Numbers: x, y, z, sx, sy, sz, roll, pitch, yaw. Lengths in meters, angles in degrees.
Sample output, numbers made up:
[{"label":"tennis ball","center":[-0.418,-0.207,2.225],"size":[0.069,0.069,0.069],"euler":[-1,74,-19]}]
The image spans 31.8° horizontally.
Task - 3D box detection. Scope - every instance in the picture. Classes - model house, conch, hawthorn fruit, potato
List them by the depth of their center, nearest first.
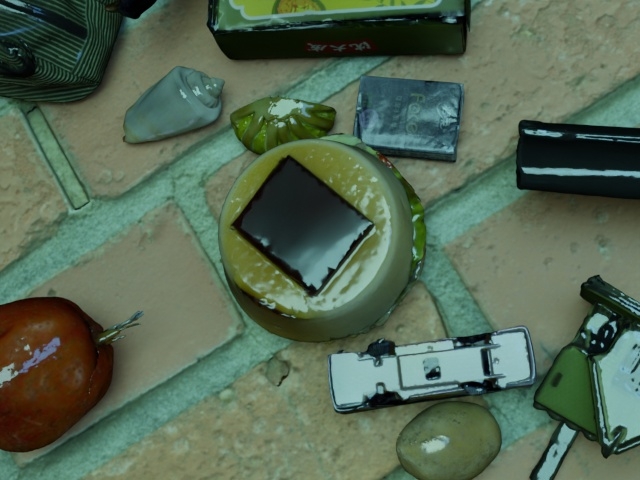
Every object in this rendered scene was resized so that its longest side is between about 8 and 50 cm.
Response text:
[{"label":"model house","center":[0.359,0.217,1.435],"size":[0.204,0.218,0.279],"euler":[32,89,15]},{"label":"potato","center":[0.172,0.274,1.505],"size":[0.147,0.112,0.112],"euler":[-17,75,-8]},{"label":"hawthorn fruit","center":[-0.382,0.169,1.574],"size":[0.299,0.211,0.211],"euler":[-27,75,-7]},{"label":"conch","center":[-0.221,-0.203,1.699],"size":[0.176,0.094,0.104],"euler":[-30,87,29]}]

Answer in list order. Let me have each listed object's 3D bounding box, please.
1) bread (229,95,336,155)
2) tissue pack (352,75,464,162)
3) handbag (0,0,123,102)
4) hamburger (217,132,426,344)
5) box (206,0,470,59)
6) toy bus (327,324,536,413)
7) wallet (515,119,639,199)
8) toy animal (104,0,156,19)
[{"label":"bread","center":[-0.063,-0.164,1.657],"size":[0.157,0.083,0.095],"euler":[12,92,11]},{"label":"tissue pack","center":[0.128,-0.178,1.637],"size":[0.156,0.051,0.112],"euler":[6,78,11]},{"label":"handbag","center":[-0.486,-0.355,1.684],"size":[0.340,0.240,0.247],"euler":[18,85,12]},{"label":"hamburger","center":[0.000,0.000,1.560],"size":[0.301,0.170,0.302],"euler":[-3,78,13]},{"label":"box","center":[0.036,-0.485,1.675],"size":[0.372,0.138,0.421],"euler":[0,78,9]},{"label":"toy bus","center":[0.152,0.176,1.523],"size":[0.273,0.112,0.090],"euler":[-8,76,8]},{"label":"wallet","center":[0.464,-0.106,1.488],"size":[0.405,0.228,0.062],"euler":[5,113,9]},{"label":"toy animal","center":[-0.235,-0.465,1.652],"size":[0.185,0.122,0.298],"euler":[24,80,54]}]
